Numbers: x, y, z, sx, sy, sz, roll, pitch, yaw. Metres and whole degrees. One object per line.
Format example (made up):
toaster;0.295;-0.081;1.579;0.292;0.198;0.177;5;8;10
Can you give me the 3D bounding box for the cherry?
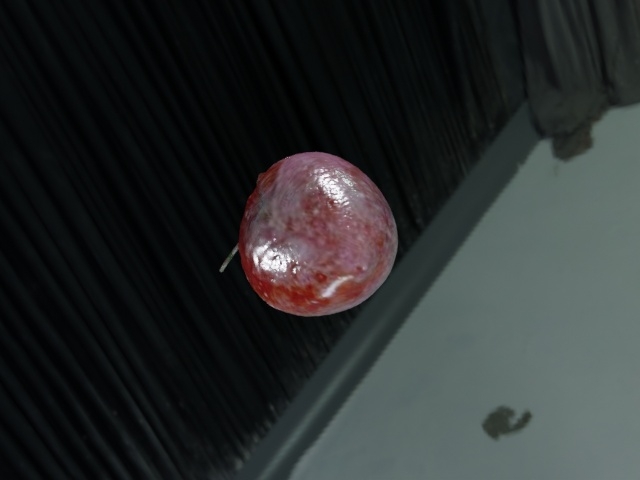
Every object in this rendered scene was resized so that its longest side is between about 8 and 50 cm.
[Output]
cherry;0.000;0.000;1.280;0.192;0.175;0.250;-57;25;-2
